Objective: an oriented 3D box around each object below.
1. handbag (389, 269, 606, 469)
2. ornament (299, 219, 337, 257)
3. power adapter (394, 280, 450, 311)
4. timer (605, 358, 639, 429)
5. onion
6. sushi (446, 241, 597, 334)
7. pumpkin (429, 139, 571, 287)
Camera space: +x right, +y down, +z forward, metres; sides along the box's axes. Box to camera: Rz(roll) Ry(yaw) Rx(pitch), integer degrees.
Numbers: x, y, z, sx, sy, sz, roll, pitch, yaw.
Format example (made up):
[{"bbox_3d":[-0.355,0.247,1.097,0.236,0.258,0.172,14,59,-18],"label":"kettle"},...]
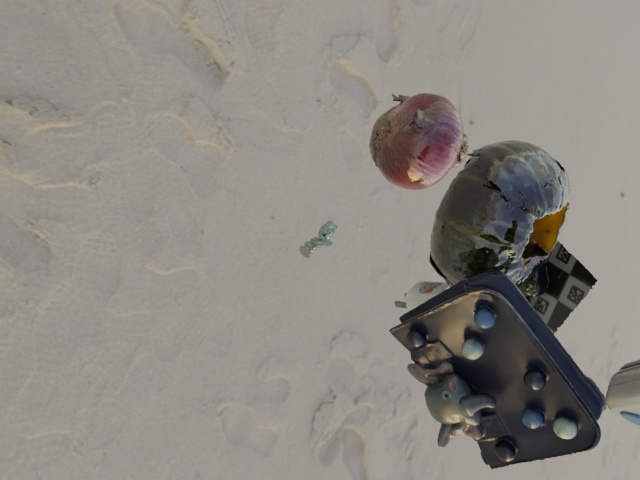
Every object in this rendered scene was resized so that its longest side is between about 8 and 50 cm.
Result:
[{"bbox_3d":[0.284,0.239,0.929,0.325,0.269,0.118,53,37,1],"label":"handbag"},{"bbox_3d":[-0.003,0.002,1.113,0.041,0.069,0.092,58,29,-17],"label":"ornament"},{"bbox_3d":[0.357,0.213,1.859,0.130,0.205,0.125,-35,115,-43],"label":"power adapter"},{"bbox_3d":[0.536,0.228,0.717,0.262,0.237,0.086,94,19,-69],"label":"timer"},{"bbox_3d":[0.323,-0.346,1.849,0.354,0.354,0.353,-21,120,-42],"label":"onion"},{"bbox_3d":[0.413,0.092,1.245,0.069,0.339,0.319,2,131,-29],"label":"sushi"},{"bbox_3d":[0.352,-0.041,1.050,0.321,0.192,0.320,-32,138,-34],"label":"pumpkin"}]
